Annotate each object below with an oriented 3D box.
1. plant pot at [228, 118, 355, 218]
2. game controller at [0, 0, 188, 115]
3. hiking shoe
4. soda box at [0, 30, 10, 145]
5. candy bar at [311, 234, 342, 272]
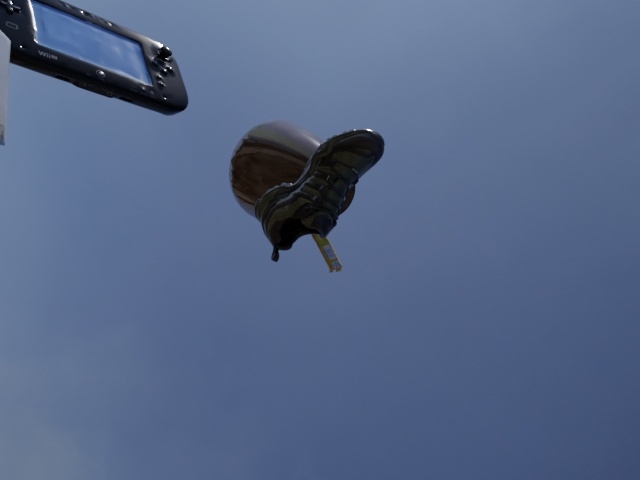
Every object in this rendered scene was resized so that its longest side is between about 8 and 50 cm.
[{"bbox_3d":[-0.037,-0.116,1.209,0.230,0.215,0.216,28,-62,58],"label":"plant pot"},{"bbox_3d":[-0.342,-0.281,0.925,0.067,0.319,0.166,-50,-129,26],"label":"game controller"},{"bbox_3d":[0.010,-0.060,0.891,0.227,0.086,0.114,-38,-130,22],"label":"hiking shoe"},{"bbox_3d":[-0.220,-0.104,0.298,0.216,0.069,0.074,159,-67,-80],"label":"soda box"},{"bbox_3d":[0.000,0.000,1.378,0.018,0.040,0.162,-45,-112,45],"label":"candy bar"}]
